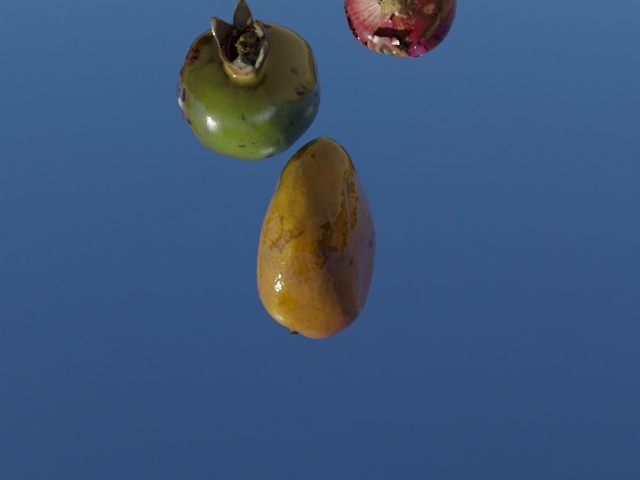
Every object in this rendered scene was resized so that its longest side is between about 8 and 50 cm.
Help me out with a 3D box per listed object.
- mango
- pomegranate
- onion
[{"bbox_3d":[-0.003,0.005,1.145,0.089,0.165,0.115,18,-132,20],"label":"mango"},{"bbox_3d":[-0.072,-0.139,1.259,0.129,0.129,0.159,16,170,32],"label":"pomegranate"},{"bbox_3d":[0.115,-0.298,1.882,0.150,0.150,0.140,10,172,23],"label":"onion"}]
